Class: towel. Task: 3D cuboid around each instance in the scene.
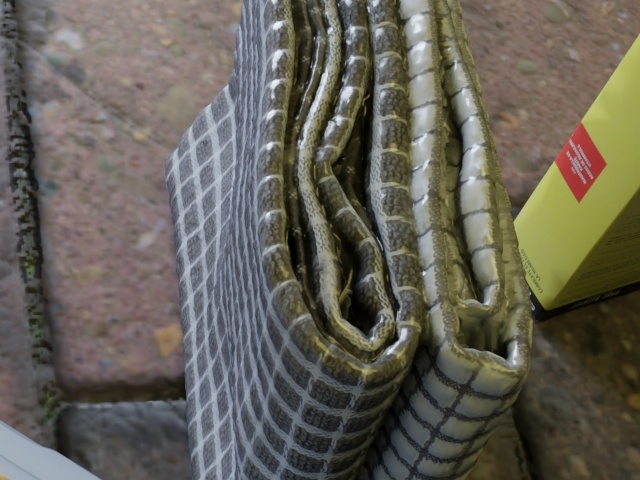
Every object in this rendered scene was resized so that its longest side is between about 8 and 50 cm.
[{"bbox_3d":[0.000,0.000,0.761,0.121,0.235,0.283,1,54,-11],"label":"towel"}]

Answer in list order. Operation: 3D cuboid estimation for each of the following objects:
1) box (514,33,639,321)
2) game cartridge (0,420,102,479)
[{"bbox_3d":[0.179,-0.046,0.854,0.087,0.232,0.058,-16,64,-27],"label":"box"},{"bbox_3d":[-0.121,0.146,0.609,0.198,0.062,0.297,27,8,5],"label":"game cartridge"}]
